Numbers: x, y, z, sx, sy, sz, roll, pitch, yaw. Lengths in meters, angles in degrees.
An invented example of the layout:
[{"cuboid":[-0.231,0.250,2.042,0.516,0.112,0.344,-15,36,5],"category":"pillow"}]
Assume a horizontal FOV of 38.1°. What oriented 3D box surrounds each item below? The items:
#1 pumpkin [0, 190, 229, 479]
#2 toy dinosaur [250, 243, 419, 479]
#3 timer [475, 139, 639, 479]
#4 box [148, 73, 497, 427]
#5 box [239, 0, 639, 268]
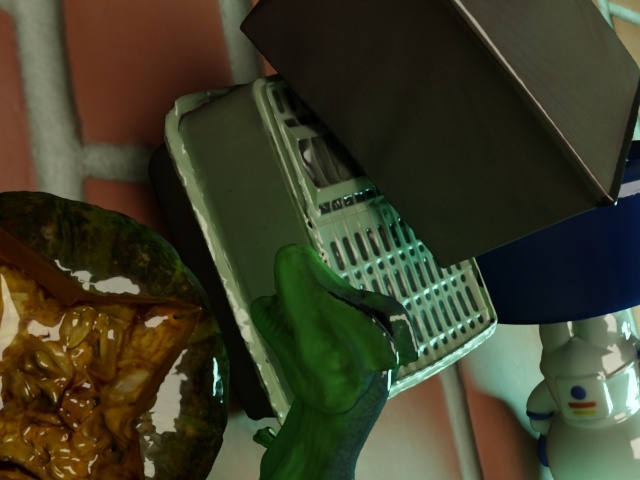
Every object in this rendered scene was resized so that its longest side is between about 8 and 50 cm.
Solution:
[{"cuboid":[-0.168,0.089,0.556,0.238,0.159,0.238,3,84,-28],"category":"pumpkin"},{"cuboid":[0.066,0.285,0.521,0.144,0.374,0.500,-4,39,-45],"category":"toy dinosaur"},{"cuboid":[0.277,0.105,0.973,0.270,0.270,0.383,-25,105,-48],"category":"timer"},{"cuboid":[0.000,0.000,0.762,0.220,0.166,0.290,-19,87,-48],"category":"box"},{"cuboid":[0.097,-0.140,0.686,0.252,0.153,0.188,47,43,-17],"category":"box"}]
